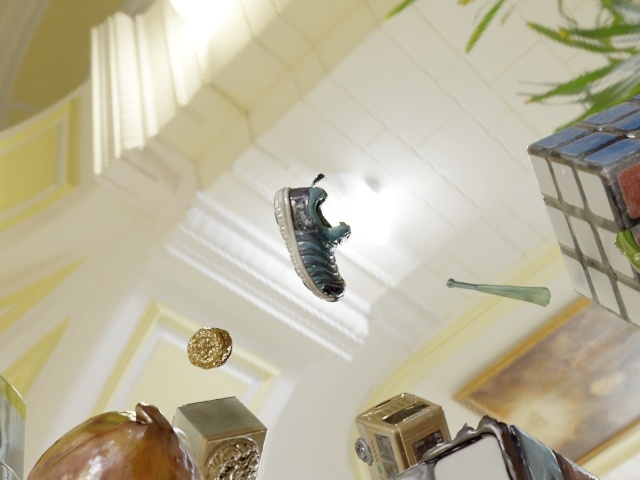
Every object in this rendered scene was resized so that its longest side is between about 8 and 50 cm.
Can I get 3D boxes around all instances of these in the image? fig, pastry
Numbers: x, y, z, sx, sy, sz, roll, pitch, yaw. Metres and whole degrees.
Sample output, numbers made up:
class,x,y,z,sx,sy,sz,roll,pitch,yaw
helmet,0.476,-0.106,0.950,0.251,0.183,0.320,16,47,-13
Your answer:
class,x,y,z,sx,sy,sz,roll,pitch,yaw
fig,-0.244,0.312,1.056,0.224,0.263,0.224,7,-120,-12
pastry,-0.255,0.249,2.041,0.097,0.109,0.057,47,-174,19

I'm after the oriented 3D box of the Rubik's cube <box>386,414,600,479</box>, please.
class,x,y,z,sx,sy,sz,roll,pitch,yaw
Rubik's cube,0.205,0.469,1.010,0.359,0.362,0.363,36,-150,-42

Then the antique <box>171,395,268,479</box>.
class,x,y,z,sx,sy,sz,roll,pitch,yaw
antique,-0.198,0.405,1.683,0.147,0.152,0.148,-4,-156,-40

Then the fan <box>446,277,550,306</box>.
class,x,y,z,sx,sy,sz,roll,pitch,yaw
fan,0.332,0.091,1.648,0.193,0.038,0.016,8,-155,14

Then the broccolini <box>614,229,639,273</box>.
class,x,y,z,sx,sy,sz,roll,pitch,yaw
broccolini,0.460,0.006,1.067,0.062,0.123,0.271,48,173,-24

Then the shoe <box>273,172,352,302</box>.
class,x,y,z,sx,sy,sz,roll,pitch,yaw
shoe,0.000,0.000,1.423,0.091,0.106,0.207,-34,-74,-76

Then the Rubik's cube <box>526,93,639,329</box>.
class,x,y,z,sx,sy,sz,roll,pitch,yaw
Rubik's cube,0.562,-0.063,1.427,0.301,0.305,0.303,-125,13,-74

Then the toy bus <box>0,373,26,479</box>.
class,x,y,z,sx,sy,sz,roll,pitch,yaw
toy bus,-0.641,0.431,1.509,0.440,0.249,0.209,-109,-4,-49

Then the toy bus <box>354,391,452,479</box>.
class,x,y,z,sx,sy,sz,roll,pitch,yaw
toy bus,0.175,0.430,1.565,0.157,0.139,0.289,1,108,61
